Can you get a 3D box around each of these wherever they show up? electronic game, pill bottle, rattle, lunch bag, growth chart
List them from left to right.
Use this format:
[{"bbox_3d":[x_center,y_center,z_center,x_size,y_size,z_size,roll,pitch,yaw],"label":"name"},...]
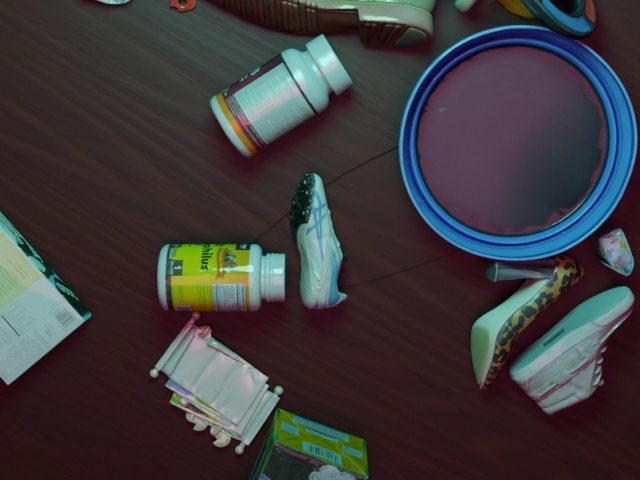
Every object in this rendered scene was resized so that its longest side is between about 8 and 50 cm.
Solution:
[{"bbox_3d":[-0.190,0.263,2.046,0.237,0.021,0.172,41,99,-6],"label":"growth chart"},{"bbox_3d":[-0.168,0.064,1.960,0.215,0.117,0.117,0,100,1],"label":"pill bottle"},{"bbox_3d":[-0.063,-0.243,1.901,0.221,0.121,0.121,-32,98,6],"label":"pill bottle"},{"bbox_3d":[0.290,-0.391,1.827,0.130,0.199,0.142,-35,98,7],"label":"rattle"},{"bbox_3d":[0.365,-0.421,1.820,0.048,0.229,0.229,-33,99,38],"label":"electronic game"},{"bbox_3d":[0.505,0.020,1.964,0.053,0.071,0.083,-25,99,4],"label":"lunch bag"}]

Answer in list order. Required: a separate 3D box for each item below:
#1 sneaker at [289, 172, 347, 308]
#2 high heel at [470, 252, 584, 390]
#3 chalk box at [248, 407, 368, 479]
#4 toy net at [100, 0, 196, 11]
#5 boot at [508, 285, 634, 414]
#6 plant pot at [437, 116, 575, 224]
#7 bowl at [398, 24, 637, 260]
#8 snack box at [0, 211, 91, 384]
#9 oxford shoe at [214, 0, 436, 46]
[{"bbox_3d":[0.000,0.000,1.972,0.086,0.085,0.237,-8,97,-24],"label":"sneaker"},{"bbox_3d":[0.366,0.146,1.994,0.186,0.093,0.261,-2,114,-20],"label":"high heel"},{"bbox_3d":[-0.049,0.478,2.005,0.180,0.179,0.289,22,101,-4],"label":"chalk box"},{"bbox_3d":[-0.285,-0.439,1.914,0.232,0.045,0.122,-12,129,6],"label":"toy net"},{"bbox_3d":[0.465,0.197,1.996,0.258,0.095,0.123,-38,104,16],"label":"boot"},{"bbox_3d":[0.320,-0.097,1.966,0.236,0.032,0.236,0,101,1],"label":"plant pot"},{"bbox_3d":[0.324,-0.162,1.900,0.391,0.077,0.391,0,101,1],"label":"bowl"},{"bbox_3d":[-0.582,0.073,1.998,0.187,0.060,0.322,-39,97,7],"label":"snack box"},{"bbox_3d":[-0.002,-0.424,1.880,0.397,0.140,0.146,11,79,-4],"label":"oxford shoe"}]
